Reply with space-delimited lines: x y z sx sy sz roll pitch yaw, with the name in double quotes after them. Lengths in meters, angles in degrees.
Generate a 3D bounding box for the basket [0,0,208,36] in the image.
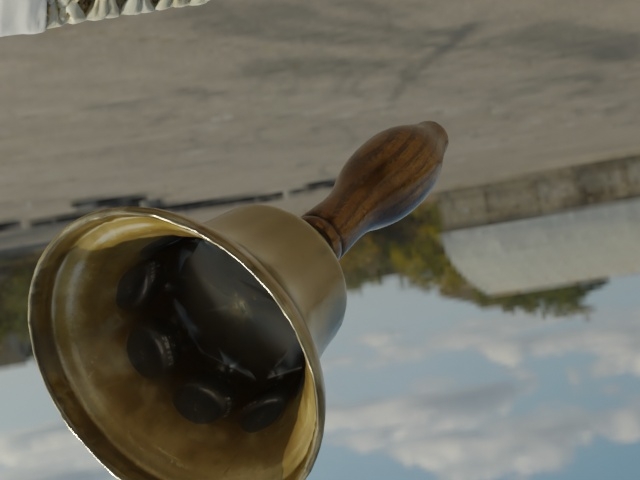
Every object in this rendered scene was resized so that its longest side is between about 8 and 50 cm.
-0.101 -0.186 0.586 0.103 0.167 0.113 -6 154 -19 "basket"

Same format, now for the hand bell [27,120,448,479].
0.000 0.000 0.583 0.126 0.126 0.242 -9 -161 33 "hand bell"
